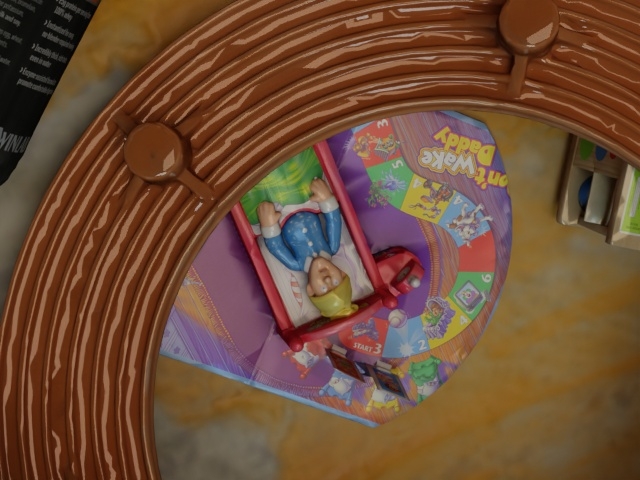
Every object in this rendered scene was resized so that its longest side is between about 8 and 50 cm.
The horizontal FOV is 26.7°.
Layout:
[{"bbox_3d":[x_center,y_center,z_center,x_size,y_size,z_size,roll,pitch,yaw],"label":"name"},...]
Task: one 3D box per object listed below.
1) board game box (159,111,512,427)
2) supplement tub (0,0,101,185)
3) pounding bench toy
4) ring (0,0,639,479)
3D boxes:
[{"bbox_3d":[0.000,0.000,0.522,0.169,0.033,0.133,21,96,-15],"label":"board game box"},{"bbox_3d":[-0.114,-0.121,0.432,0.117,0.117,0.190,27,93,-15],"label":"supplement tub"},{"bbox_3d":[0.132,-0.040,0.525,0.052,0.065,0.083,9,98,-13],"label":"pounding bench toy"},{"bbox_3d":[0.046,0.061,0.474,0.337,0.032,0.336,0,88,6],"label":"ring"}]
